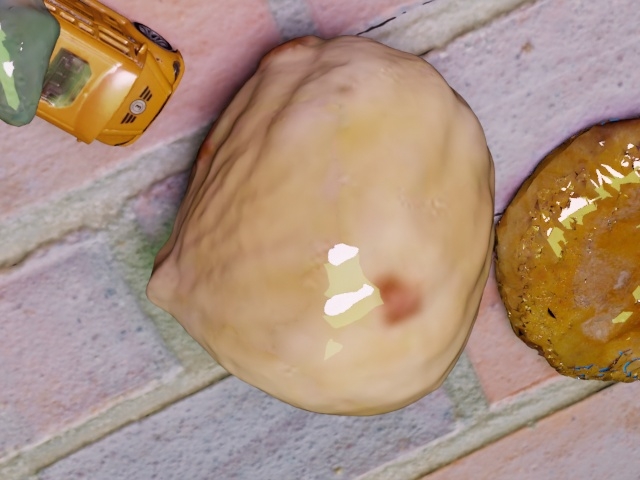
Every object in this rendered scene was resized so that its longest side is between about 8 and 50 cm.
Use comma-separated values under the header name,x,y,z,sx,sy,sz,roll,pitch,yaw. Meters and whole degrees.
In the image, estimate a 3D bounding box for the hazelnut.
name,x,y,z,sx,sy,sz,roll,pitch,yaw
hazelnut,0.000,0.000,1.040,0.241,0.261,0.261,-5,121,-12

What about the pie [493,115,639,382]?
name,x,y,z,sx,sy,sz,roll,pitch,yaw
pie,0.269,0.010,1.225,0.273,0.069,0.273,-6,125,-9

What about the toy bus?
name,x,y,z,sx,sy,sz,roll,pitch,yaw
toy bus,-0.181,-0.125,1.002,0.194,0.088,0.083,29,108,-28

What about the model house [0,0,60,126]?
name,x,y,z,sx,sy,sz,roll,pitch,yaw
model house,-0.237,-0.200,0.749,0.245,0.280,0.312,-22,164,28
